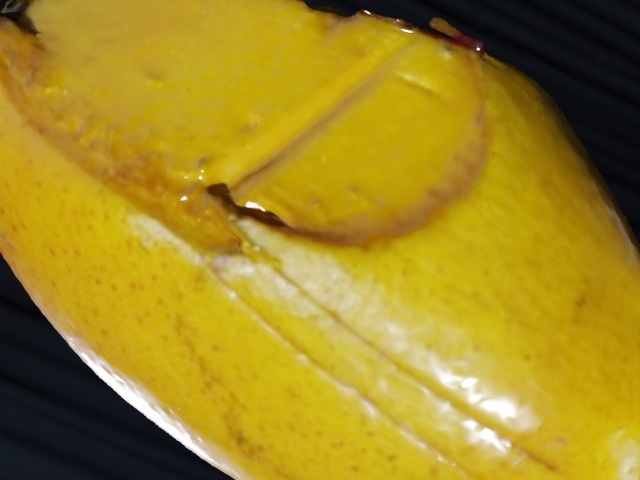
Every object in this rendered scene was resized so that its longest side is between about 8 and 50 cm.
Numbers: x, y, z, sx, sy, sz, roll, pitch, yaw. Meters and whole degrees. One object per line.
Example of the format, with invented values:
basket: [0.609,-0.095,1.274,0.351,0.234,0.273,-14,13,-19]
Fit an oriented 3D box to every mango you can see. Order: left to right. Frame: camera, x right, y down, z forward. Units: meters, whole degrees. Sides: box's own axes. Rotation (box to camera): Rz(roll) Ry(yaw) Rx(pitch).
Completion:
mango: [0.000,0.000,0.544,0.154,0.252,0.126,-55,168,5]
